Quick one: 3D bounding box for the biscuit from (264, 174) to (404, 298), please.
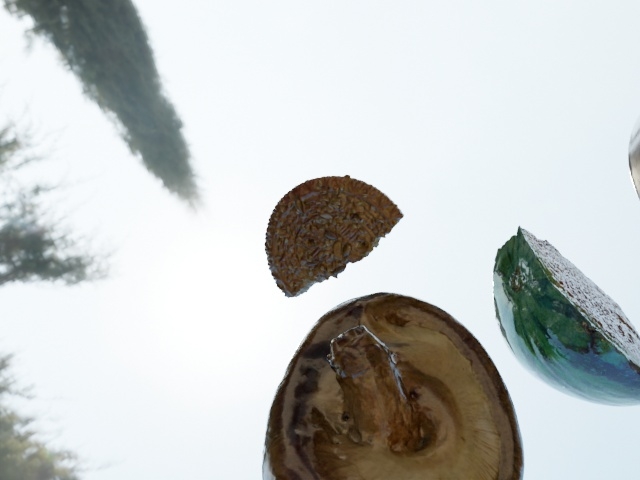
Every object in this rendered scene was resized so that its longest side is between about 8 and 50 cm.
[{"bbox_3d":[-0.002,-0.012,1.103,0.206,0.126,0.025,-38,-176,29],"label":"biscuit"}]

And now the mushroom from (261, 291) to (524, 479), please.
[{"bbox_3d":[0.051,0.158,0.678,0.138,0.194,0.231,-34,-159,47],"label":"mushroom"}]

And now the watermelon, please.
[{"bbox_3d":[0.273,0.107,0.935,0.128,0.231,0.146,-50,-162,6],"label":"watermelon"}]

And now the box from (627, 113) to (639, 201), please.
[{"bbox_3d":[0.518,-0.107,0.998,0.301,0.301,0.216,-28,-177,-18],"label":"box"}]
